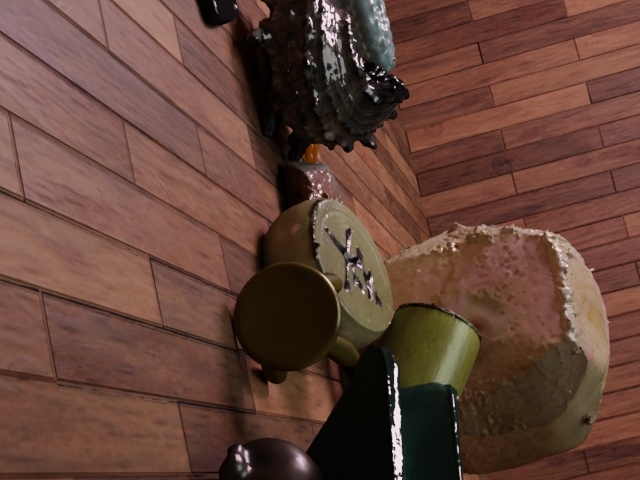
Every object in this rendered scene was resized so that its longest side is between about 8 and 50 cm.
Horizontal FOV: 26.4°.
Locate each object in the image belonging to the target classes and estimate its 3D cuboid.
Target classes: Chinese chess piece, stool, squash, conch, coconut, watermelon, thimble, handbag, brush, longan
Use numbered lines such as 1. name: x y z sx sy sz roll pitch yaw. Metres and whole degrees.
1. Chinese chess piece: 0.013 0.041 1.621 0.188 0.083 0.188 43 32 -36
2. stool: -0.025 0.085 1.411 0.134 0.135 0.110 -58 164 -6
3. squash: 0.113 0.214 1.791 0.247 0.132 0.132 -65 150 -25
4. conch: -0.009 -0.234 1.864 0.313 0.186 0.241 34 32 -46
5. coconut: 0.270 0.181 2.151 0.404 0.404 0.405 -15 90 -80
6. watermelon: 0.000 0.000 1.797 0.154 0.094 0.241 19 55 -66
7. thimble: 0.042 -0.382 2.380 0.198 0.143 0.235 64 13 -50
8. handbag: 0.036 0.264 1.184 0.089 0.238 0.326 27 25 -13
9. brush: -0.016 -0.118 2.036 0.314 0.017 0.090 -84 159 -66
10. longan: -0.046 0.215 1.147 0.119 0.106 0.106 49 23 -31

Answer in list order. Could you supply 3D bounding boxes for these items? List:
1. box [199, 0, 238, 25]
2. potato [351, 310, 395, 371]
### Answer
1. box: -0.132 -0.323 1.652 0.126 0.027 0.125 -56 131 -77
2. potato: 0.086 0.148 1.947 0.147 0.112 0.112 21 55 -76
